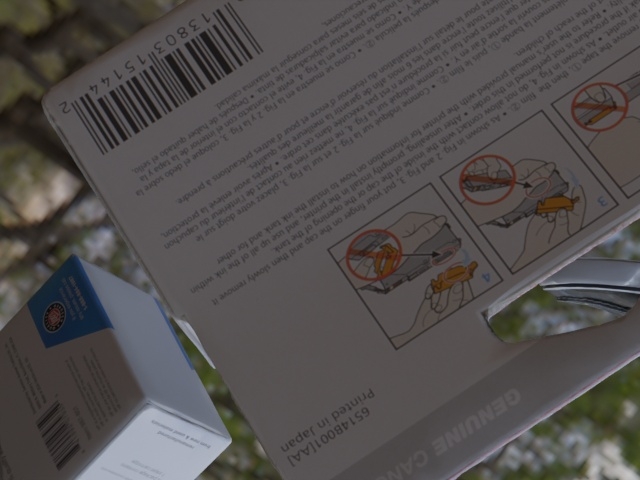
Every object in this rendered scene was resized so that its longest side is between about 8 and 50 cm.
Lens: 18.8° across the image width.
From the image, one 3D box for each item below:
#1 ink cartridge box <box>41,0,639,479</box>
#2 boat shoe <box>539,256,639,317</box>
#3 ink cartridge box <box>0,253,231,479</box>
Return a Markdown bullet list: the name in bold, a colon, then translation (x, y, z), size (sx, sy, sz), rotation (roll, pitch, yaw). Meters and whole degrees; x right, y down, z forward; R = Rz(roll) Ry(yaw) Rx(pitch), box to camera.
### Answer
- **ink cartridge box**: translation (0.067, -0.040, 0.820), size (0.296, 0.261, 0.066), rotation (-33, 152, -2)
- **boat shoe**: translation (0.360, 0.080, 1.888), size (0.113, 0.306, 0.105), rotation (52, 47, -89)
- **ink cartridge box**: translation (-0.263, 0.205, 1.865), size (0.307, 0.129, 0.223), rotation (-46, -134, 13)
